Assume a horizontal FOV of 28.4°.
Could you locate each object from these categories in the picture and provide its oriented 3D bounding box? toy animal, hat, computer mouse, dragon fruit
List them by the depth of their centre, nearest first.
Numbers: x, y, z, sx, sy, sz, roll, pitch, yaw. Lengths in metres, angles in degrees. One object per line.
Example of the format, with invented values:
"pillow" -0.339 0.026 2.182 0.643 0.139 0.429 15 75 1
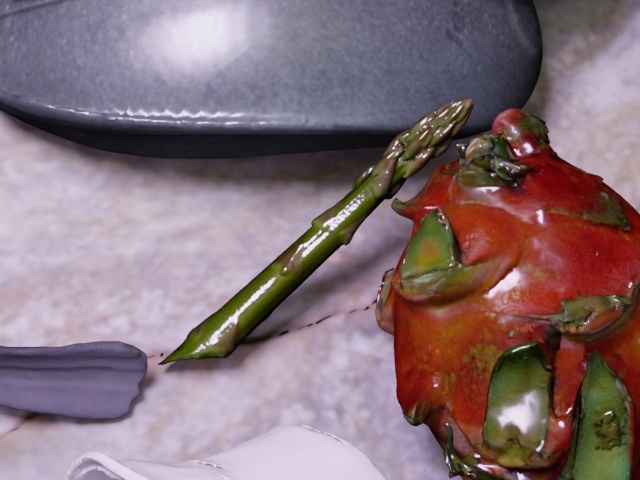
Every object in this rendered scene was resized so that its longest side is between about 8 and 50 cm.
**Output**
"toy animal" -0.286 0.054 0.640 0.367 0.081 0.206 22 32 -1
"hat" -0.028 0.170 0.643 0.126 0.203 0.203 -30 78 -34
"dragon fruit" 0.118 0.068 0.673 0.200 0.198 0.269 54 31 -29
"computer mouse" -0.039 -0.148 0.770 0.374 0.114 0.203 0 71 -10

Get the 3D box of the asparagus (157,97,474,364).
"asparagus" -0.001 -0.001 0.734 0.236 0.034 0.027 -43 91 3
